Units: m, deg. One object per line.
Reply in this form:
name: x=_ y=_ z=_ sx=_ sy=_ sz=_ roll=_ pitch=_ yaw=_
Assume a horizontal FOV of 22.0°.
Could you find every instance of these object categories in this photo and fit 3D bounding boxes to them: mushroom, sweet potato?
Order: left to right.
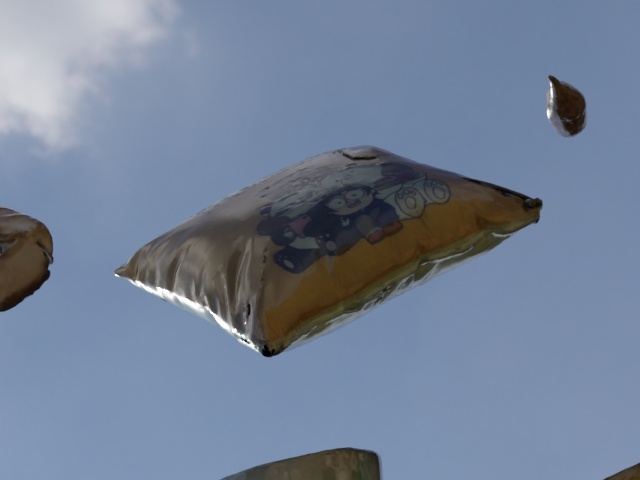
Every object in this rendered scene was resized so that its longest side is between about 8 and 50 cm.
mushroom: x=-0.294 y=0.017 z=1.162 sx=0.209 sy=0.094 sz=0.072 roll=-14 pitch=-44 yaw=-9
sweet potato: x=0.274 y=-0.159 z=1.878 sx=0.049 sy=0.049 sz=0.117 roll=-56 pitch=-30 yaw=-9

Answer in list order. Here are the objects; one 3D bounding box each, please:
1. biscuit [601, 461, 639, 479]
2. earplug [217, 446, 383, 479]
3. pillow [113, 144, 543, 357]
biscuit: x=0.359 y=0.193 z=1.487 sx=0.240 sy=0.035 sz=0.158 roll=-11 pitch=-19 yaw=-34
earplug: x=0.006 y=0.363 z=1.444 sx=0.185 sy=0.324 sz=0.185 roll=-14 pitch=-20 yaw=-5
pillow: x=0.000 y=0.000 z=1.534 sx=0.310 sy=0.312 sz=0.119 roll=-29 pitch=-67 yaw=-20
